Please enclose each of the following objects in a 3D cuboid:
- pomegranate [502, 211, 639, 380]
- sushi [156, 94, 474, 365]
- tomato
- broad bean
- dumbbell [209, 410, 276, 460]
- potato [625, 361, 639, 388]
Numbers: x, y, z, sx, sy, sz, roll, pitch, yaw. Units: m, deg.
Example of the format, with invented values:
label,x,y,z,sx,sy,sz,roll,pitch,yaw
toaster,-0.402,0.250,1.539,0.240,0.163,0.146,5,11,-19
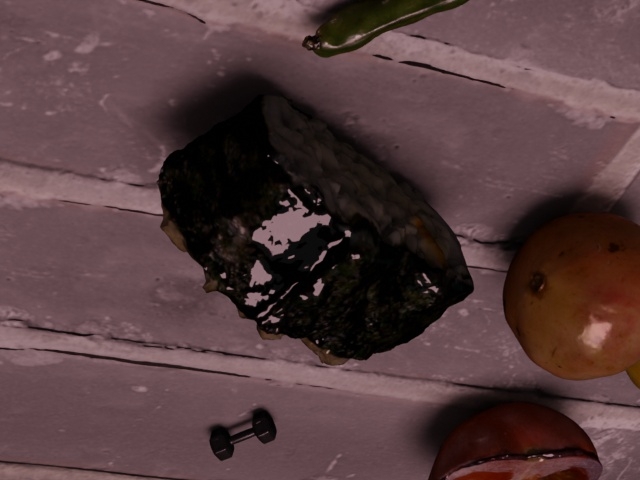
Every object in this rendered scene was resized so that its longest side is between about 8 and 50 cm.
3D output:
label,x,y,z,sx,sy,sz,roll,pitch,yaw
pomegranate,0.299,0.062,1.694,0.191,0.191,0.191,-7,138,-7
sushi,0.000,0.000,1.532,0.171,0.211,0.350,-40,141,18
tomato,0.237,0.279,1.965,0.228,0.112,0.199,2,144,-17
broad bean,0.101,-0.233,1.417,0.256,0.052,0.053,-24,160,12
dumbbell,-0.097,0.243,1.895,0.083,0.040,0.036,-23,106,10
potato,0.483,0.161,1.878,0.173,0.140,0.300,-28,131,26
